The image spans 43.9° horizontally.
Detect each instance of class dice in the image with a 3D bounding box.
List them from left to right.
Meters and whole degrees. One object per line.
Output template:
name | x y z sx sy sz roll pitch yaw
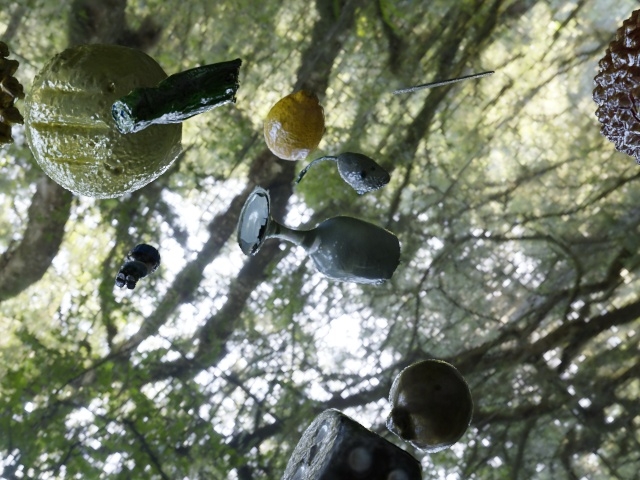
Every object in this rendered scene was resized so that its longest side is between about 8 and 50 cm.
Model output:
dice | 0.052 0.409 1.366 0.182 0.183 0.181 33 169 -15

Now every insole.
insole | 0.221 -0.283 1.423 0.065 0.194 0.006 -158 55 -80

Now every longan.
longan | 0.216 0.338 1.610 0.205 0.159 0.184 -15 -91 -35

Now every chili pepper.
chili pepper | -0.198 -0.209 1.147 0.224 0.098 0.061 -30 -103 -36

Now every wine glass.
wine glass | 0.000 0.000 1.538 0.321 0.143 0.143 16 -146 -26

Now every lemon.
lemon | -0.057 -0.268 1.858 0.142 0.187 0.142 17 -145 -12

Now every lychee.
lychee | 0.554 -0.244 1.128 0.306 0.331 0.305 162 90 -89

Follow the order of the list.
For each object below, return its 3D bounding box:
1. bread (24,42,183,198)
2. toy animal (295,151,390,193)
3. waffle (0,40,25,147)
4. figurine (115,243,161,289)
bread | -0.441 -0.241 1.615 0.320 0.320 0.237 40 -142 0
toy animal | 0.044 -0.153 1.704 0.079 0.253 0.070 -49 -48 -28
waffle | -0.639 -0.245 1.385 0.056 0.253 0.248 41 -149 -78
figurine | -0.387 0.051 1.672 0.077 0.079 0.136 11 -169 5
